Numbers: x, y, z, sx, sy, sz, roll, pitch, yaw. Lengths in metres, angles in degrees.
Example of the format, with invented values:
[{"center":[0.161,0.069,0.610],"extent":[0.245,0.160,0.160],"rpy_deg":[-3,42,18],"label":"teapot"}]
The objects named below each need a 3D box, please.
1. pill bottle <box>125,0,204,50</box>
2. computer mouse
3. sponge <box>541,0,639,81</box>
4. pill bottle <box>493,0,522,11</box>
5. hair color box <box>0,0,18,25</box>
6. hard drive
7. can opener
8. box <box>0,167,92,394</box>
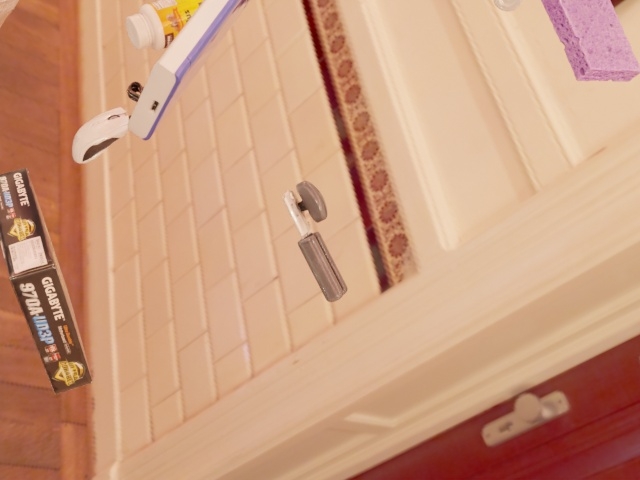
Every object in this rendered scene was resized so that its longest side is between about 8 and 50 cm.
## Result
[{"center":[-0.378,-0.555,1.962],"extent":[0.215,0.117,0.117],"rpy_deg":[-26,79,-25],"label":"pill bottle"},{"center":[-0.387,-0.213,1.420],"extent":[0.106,0.193,0.042],"rpy_deg":[56,5,35],"label":"computer mouse"},{"center":[0.380,-0.328,1.122],"extent":[0.117,0.031,0.210],"rpy_deg":[-8,71,-31],"label":"sponge"},{"center":[0.418,-0.553,1.703],"extent":[0.065,0.065,0.116],"rpy_deg":[45,36,-14],"label":"pill bottle"},{"center":[-0.626,-0.411,1.074],"extent":[0.374,0.114,0.185],"rpy_deg":[34,13,-20],"label":"hair color box"},{"center":[-0.162,-0.309,1.125],"extent":[0.040,0.210,0.319],"rpy_deg":[34,63,-11],"label":"hard drive"},{"center":[0.000,0.000,1.802],"extent":[0.283,0.095,0.076],"rpy_deg":[63,22,-4],"label":"can opener"},{"center":[-0.336,0.052,0.933],"extent":[0.051,0.220,0.175],"rpy_deg":[-17,48,-17],"label":"box"}]
